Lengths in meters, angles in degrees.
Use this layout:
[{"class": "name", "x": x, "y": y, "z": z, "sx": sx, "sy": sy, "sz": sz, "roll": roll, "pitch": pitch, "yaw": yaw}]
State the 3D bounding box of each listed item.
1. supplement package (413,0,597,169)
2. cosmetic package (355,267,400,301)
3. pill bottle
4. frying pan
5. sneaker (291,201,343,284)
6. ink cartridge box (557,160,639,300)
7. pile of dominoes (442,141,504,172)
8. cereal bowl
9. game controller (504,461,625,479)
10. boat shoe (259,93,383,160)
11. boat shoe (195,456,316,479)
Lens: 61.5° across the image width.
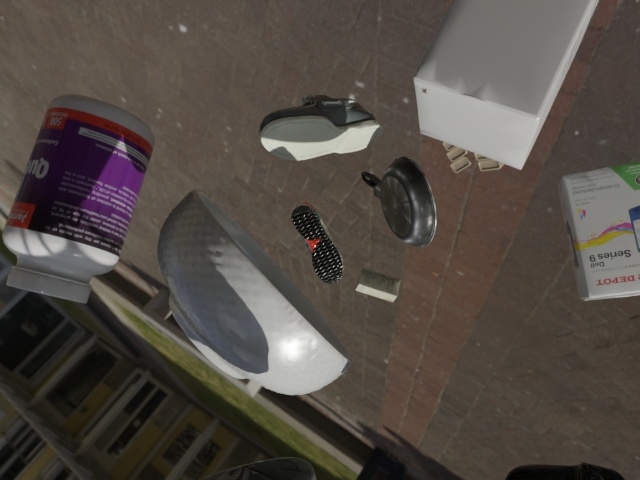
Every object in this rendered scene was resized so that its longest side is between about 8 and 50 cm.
[{"class": "supplement package", "x": 0.279, "y": -0.289, "z": 0.789, "sx": 0.177, "sy": 0.293, "sz": 0.175, "roll": 25, "pitch": 172, "yaw": 18}, {"class": "cosmetic package", "x": 0.161, "y": 0.125, "z": 1.516, "sx": 0.115, "sy": 0.060, "sz": 0.041, "roll": 19, "pitch": 147, "yaw": -1}, {"class": "pill bottle", "x": -0.409, "y": -0.066, "z": 0.908, "sx": 0.181, "sy": 0.323, "sz": 0.181, "roll": 13, "pitch": 168, "yaw": 3}, {"class": "frying pan", "x": 0.153, "y": -0.120, "z": 1.174, "sx": 0.197, "sy": 0.053, "sz": 0.326, "roll": 93, "pitch": 154, "yaw": -44}, {"class": "sneaker", "x": 0.000, "y": 0.000, "z": 0.988, "sx": 0.161, "sy": 0.057, "sz": 0.075, "roll": 63, "pitch": -167, "yaw": -16}, {"class": "ink cartridge box", "x": 0.500, "y": -0.013, "z": 0.901, "sx": 0.154, "sy": 0.213, "sz": 0.093, "roll": -9, "pitch": 170, "yaw": 17}, {"class": "pile of dominoes", "x": 0.367, "y": -0.285, "z": 1.284, "sx": 0.195, "sy": 0.040, "sz": 0.251, "roll": -1, "pitch": 122, "yaw": 48}, {"class": "cereal bowl", "x": -0.113, "y": 0.094, "z": 0.781, "sx": 0.339, "sy": 0.141, "sz": 0.339, "roll": 47, "pitch": 177, "yaw": 3}, {"class": "game controller", "x": 0.279, "y": 0.400, "z": 0.625, "sx": 0.166, "sy": 0.319, "sz": 0.067, "roll": -22, "pitch": 111, "yaw": 36}, {"class": "boat shoe", "x": -0.007, "y": -0.235, "z": 1.078, "sx": 0.116, "sy": 0.319, "sz": 0.099, "roll": -46, "pitch": 66, "yaw": 41}, {"class": "boat shoe", "x": -0.150, "y": 0.316, "z": 0.561, "sx": 0.118, "sy": 0.320, "sz": 0.103, "roll": -54, "pitch": -51, "yaw": -87}]
